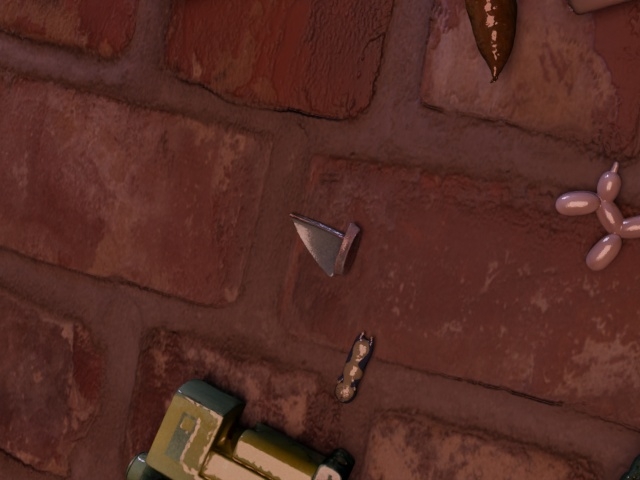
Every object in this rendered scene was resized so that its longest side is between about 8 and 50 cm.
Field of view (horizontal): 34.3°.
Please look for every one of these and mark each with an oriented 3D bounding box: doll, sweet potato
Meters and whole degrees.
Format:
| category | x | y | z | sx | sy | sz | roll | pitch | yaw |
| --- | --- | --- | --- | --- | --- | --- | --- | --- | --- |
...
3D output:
| category | x | y | z | sx | sy | sz | roll | pitch | yaw |
| --- | --- | --- | --- | --- | --- | --- | --- | --- | --- |
| doll | 0.443 | -0.031 | 1.505 | 0.160 | 0.059 | 0.161 | -31 | 86 | 20 |
| doll | 0.055 | 0.206 | 1.673 | 0.037 | 0.027 | 0.125 | 24 | 103 | 21 |
| sweet potato | 0.246 | -0.366 | 1.524 | 0.075 | 0.075 | 0.269 | -16 | 82 | 19 |

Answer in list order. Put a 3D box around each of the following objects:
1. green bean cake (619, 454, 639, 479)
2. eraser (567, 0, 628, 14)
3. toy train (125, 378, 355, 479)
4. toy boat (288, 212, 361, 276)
| category | x | y | z | sx | sy | sz | roll | pitch | yaw |
| --- | --- | --- | --- | --- | --- | --- | --- | --- | --- |
| green bean cake | 0.532 | 0.387 | 1.488 | 0.208 | 0.107 | 0.193 | 35 | 105 | 19 |
| eraser | 0.354 | -0.480 | 1.350 | 0.150 | 0.331 | 0.331 | -13 | 92 | 18 |
| toy train | -0.124 | 0.407 | 1.694 | 0.397 | 0.160 | 0.253 | 26 | 97 | 13 |
| toy boat | -0.001 | 0.000 | 1.671 | 0.122 | 0.034 | 0.096 | 24 | 103 | 23 |
